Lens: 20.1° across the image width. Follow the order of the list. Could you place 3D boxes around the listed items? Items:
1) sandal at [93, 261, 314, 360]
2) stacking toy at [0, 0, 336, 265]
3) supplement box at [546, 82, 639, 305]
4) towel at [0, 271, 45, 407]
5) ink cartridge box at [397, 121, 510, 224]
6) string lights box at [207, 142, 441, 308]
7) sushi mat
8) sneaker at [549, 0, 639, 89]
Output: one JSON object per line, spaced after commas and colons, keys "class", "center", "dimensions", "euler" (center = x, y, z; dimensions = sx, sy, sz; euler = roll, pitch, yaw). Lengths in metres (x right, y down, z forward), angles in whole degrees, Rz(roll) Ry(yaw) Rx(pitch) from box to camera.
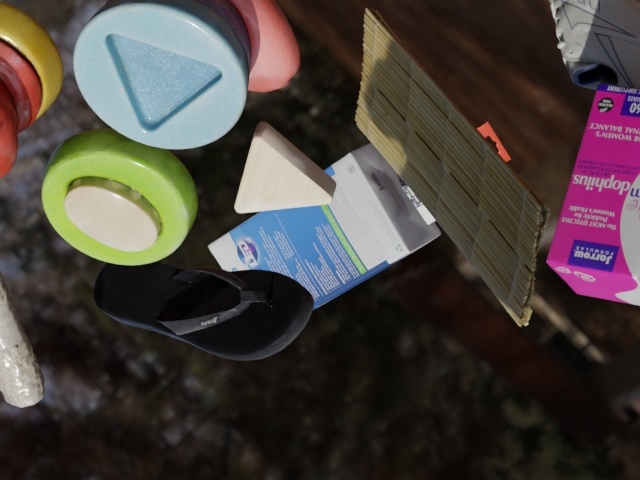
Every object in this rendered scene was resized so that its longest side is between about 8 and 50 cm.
{"class": "sandal", "center": [-0.130, 0.065, 1.878], "dimensions": [0.254, 0.097, 0.054], "euler": [6, 158, 25]}
{"class": "stacking toy", "center": [-0.157, -0.068, 1.400], "dimensions": [0.279, 0.309, 0.130], "euler": [58, -149, -32]}
{"class": "supplement box", "center": [0.344, -0.049, 1.997], "dimensions": [0.111, 0.220, 0.114], "euler": [10, 165, 30]}
{"class": "towel", "center": [-0.337, 0.028, 1.714], "dimensions": [0.282, 0.049, 0.187], "euler": [40, 152, 61]}
{"class": "ink cartridge box", "center": [0.148, -0.073, 1.958], "dimensions": [0.063, 0.115, 0.029], "euler": [53, -169, -35]}
{"class": "string lights box", "center": [0.000, 0.000, 2.114], "dimensions": [0.077, 0.260, 0.133], "euler": [-28, -92, -51]}
{"class": "sushi mat", "center": [0.118, -0.072, 1.697], "dimensions": [0.316, 0.019, 0.151], "euler": [53, 150, 37]}
{"class": "sneaker", "center": [0.327, -0.260, 2.168], "dimensions": [0.297, 0.129, 0.111], "euler": [51, 178, 40]}
